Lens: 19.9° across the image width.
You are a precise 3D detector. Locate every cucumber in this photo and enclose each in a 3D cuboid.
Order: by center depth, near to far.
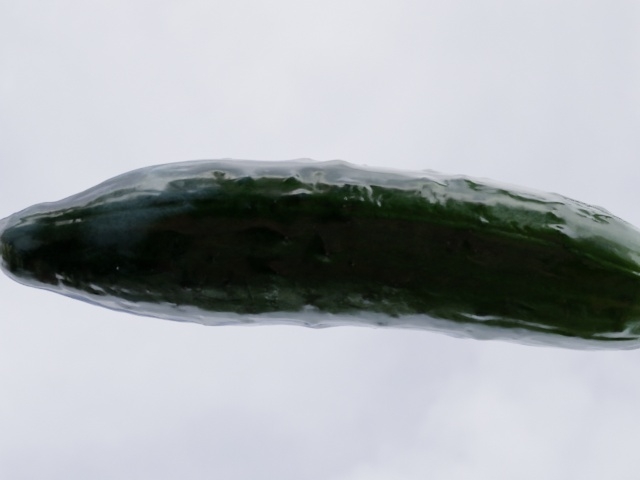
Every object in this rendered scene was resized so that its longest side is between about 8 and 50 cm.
[{"bbox_3d":[0.000,0.000,0.376,0.155,0.037,0.037,4,-75,4],"label":"cucumber"}]
